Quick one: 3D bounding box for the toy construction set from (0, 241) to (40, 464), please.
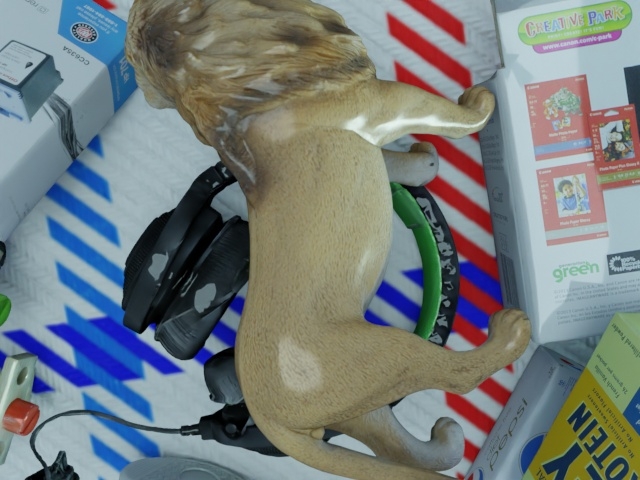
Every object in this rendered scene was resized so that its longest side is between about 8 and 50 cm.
[{"bbox_3d":[-0.385,0.064,0.608,0.328,0.151,0.215,21,72,-6],"label":"toy construction set"}]

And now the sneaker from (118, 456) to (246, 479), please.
[{"bbox_3d":[-0.078,0.299,0.640,0.256,0.094,0.151,23,100,3],"label":"sneaker"}]

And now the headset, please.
[{"bbox_3d":[-0.067,0.078,0.571,0.394,0.185,0.243,-37,92,-5],"label":"headset"}]

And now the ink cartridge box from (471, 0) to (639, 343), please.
[{"bbox_3d":[0.287,-0.086,0.557,0.310,0.130,0.271,-9,95,4],"label":"ink cartridge box"}]

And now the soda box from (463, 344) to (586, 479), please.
[{"bbox_3d":[0.173,0.204,0.622,0.069,0.074,0.216,28,96,1],"label":"soda box"}]

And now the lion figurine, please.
[{"bbox_3d":[0.000,0.000,0.476,0.240,0.142,0.392,3,66,-27],"label":"lion figurine"}]

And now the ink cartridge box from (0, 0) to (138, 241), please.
[{"bbox_3d":[-0.254,-0.118,0.576,0.140,0.082,0.190,32,64,0],"label":"ink cartridge box"}]

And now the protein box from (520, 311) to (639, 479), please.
[{"bbox_3d":[0.275,0.165,0.493,0.201,0.136,0.199,2,124,-20],"label":"protein box"}]
